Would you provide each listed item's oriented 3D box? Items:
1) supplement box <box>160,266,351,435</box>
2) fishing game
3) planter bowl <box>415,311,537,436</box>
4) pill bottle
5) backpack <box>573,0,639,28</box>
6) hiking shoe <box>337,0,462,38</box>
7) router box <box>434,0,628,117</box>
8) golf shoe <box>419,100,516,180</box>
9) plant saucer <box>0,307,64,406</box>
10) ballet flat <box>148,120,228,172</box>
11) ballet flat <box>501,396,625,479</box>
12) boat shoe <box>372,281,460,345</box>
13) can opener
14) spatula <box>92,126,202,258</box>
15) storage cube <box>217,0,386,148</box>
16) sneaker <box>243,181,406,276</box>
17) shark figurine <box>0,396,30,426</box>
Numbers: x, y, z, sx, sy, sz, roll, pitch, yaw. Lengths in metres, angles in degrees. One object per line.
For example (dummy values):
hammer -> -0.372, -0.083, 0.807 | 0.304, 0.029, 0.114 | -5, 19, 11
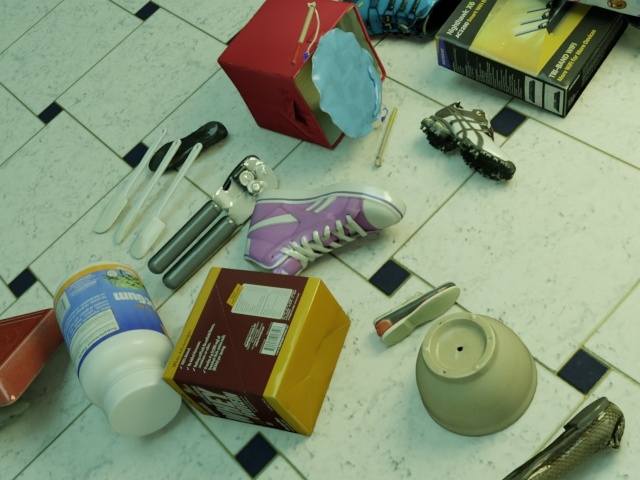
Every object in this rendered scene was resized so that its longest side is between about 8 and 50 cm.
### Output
supplement box -> -0.090, 0.159, 1.290 | 0.194, 0.129, 0.191 | 5, 58, 29
fishing game -> 0.039, -0.260, 1.460 | 0.041, 0.264, 0.189 | -11, 51, 38
planter bowl -> 0.195, 0.161, 1.160 | 0.162, 0.109, 0.162 | -13, 51, 17
pill bottle -> -0.313, 0.168, 1.379 | 0.152, 0.152, 0.272 | -35, 48, -2
backpack -> 0.441, -0.481, 1.349 | 0.263, 0.213, 0.277 | 11, 66, 27
hiking shoe -> 0.160, -0.427, 1.619 | 0.304, 0.113, 0.132 | -15, 50, 16
router box -> 0.375, -0.379, 1.467 | 0.242, 0.081, 0.309 | 28, 71, 25
golf shoe -> 0.249, -0.168, 1.404 | 0.094, 0.077, 0.198 | -43, 50, -9
plant saucer -> -0.566, 0.200, 1.474 | 0.258, 0.048, 0.259 | -13, 23, 17
ballet flat -> -0.254, -0.172, 1.689 | 0.173, 0.049, 0.058 | -26, 65, 15
ballet flat -> 0.271, 0.286, 1.060 | 0.250, 0.084, 0.058 | -39, 83, -9
boat shoe -> 0.139, 0.098, 1.279 | 0.137, 0.049, 0.043 | -35, 45, 5
can opener -> -0.184, -0.033, 1.535 | 0.280, 0.074, 0.093 | -48, 15, -15
spatula -> -0.316, -0.093, 1.645 | 0.168, 0.019, 0.242 | 25, 80, 44
storage cube -> -0.033, -0.307, 1.577 | 0.193, 0.184, 0.215 | 22, 68, 37
sneaker -> 0.000, 0.001, 1.394 | 0.282, 0.102, 0.161 | -5, 57, 37
shark figurine -> -0.623, 0.340, 1.433 | 0.166, 0.116, 0.278 | 17, 63, 36
